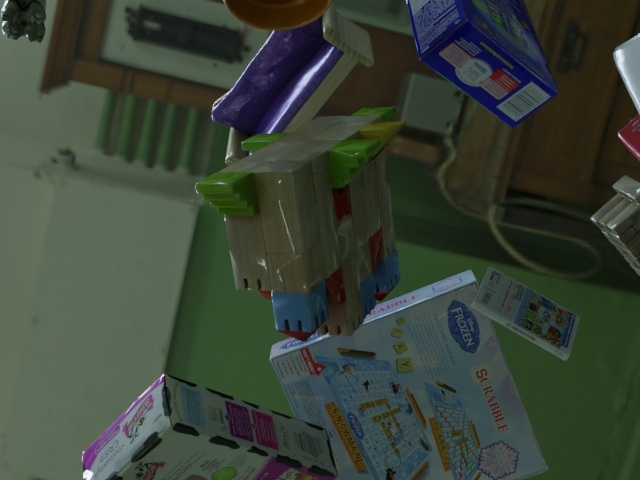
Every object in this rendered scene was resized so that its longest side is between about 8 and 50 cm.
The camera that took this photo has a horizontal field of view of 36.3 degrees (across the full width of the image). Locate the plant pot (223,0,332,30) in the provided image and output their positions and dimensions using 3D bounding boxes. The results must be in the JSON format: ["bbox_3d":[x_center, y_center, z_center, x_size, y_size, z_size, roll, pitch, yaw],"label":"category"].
[{"bbox_3d":[-0.082,-0.528,1.813,0.205,0.205,0.188,116,153,-59],"label":"plant pot"}]

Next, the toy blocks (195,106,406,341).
[{"bbox_3d":[0.000,0.000,1.236,0.381,0.190,0.261,-39,-54,-59],"label":"toy blocks"}]

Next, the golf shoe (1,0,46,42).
[{"bbox_3d":[-0.358,-0.332,1.199,0.176,0.069,0.086,-56,35,43],"label":"golf shoe"}]

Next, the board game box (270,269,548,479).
[{"bbox_3d":[0.131,0.245,1.440,0.066,0.318,0.319,-87,-24,-75],"label":"board game box"}]

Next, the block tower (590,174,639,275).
[{"bbox_3d":[0.592,0.045,1.650,0.097,0.335,0.091,-42,18,3],"label":"block tower"}]

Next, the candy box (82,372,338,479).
[{"bbox_3d":[-0.120,0.247,1.076,0.159,0.233,0.071,-43,41,25],"label":"candy box"}]

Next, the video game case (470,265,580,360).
[{"bbox_3d":[0.237,0.082,1.124,0.011,0.122,0.087,-64,-7,33],"label":"video game case"}]

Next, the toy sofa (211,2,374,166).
[{"bbox_3d":[-0.068,-0.303,1.957,0.362,0.177,0.150,-49,24,27],"label":"toy sofa"}]

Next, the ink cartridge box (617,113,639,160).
[{"bbox_3d":[0.681,-0.137,1.606,0.226,0.131,0.306,-43,55,15],"label":"ink cartridge box"}]

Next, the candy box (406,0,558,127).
[{"bbox_3d":[0.279,-0.403,1.780,0.122,0.268,0.317,-35,43,32],"label":"candy box"}]

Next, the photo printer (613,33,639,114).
[{"bbox_3d":[0.591,-0.198,1.422,0.256,0.107,0.308,-29,84,60],"label":"photo printer"}]
